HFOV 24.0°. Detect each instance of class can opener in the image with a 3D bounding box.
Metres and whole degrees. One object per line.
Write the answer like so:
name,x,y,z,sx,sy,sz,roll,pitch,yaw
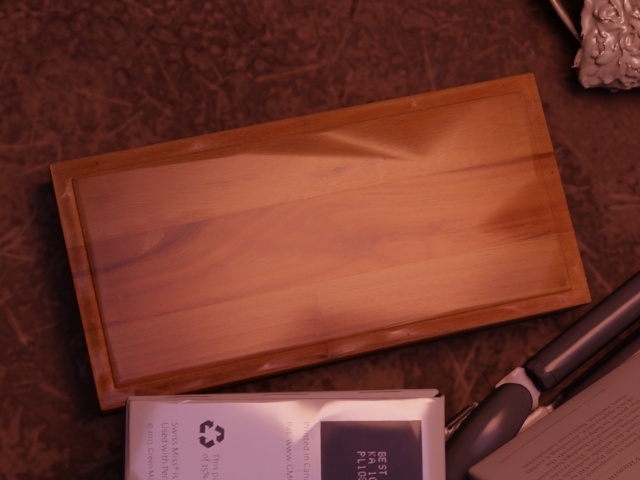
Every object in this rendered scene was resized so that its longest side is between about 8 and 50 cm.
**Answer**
can opener,0.210,0.117,1.242,0.283,0.095,0.076,-38,88,-7

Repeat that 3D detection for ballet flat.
ballet flat,0.221,-0.318,1.310,0.147,0.147,0.409,-13,82,-10

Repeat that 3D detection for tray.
tray,0.000,0.000,1.246,0.411,0.076,0.203,-12,82,-9

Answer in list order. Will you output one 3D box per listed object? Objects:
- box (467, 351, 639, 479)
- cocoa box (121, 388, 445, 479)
box,0.303,0.225,1.083,0.215,0.345,0.168,-31,111,-18
cocoa box,-0.033,0.289,1.109,0.231,0.228,0.347,0,80,-6
